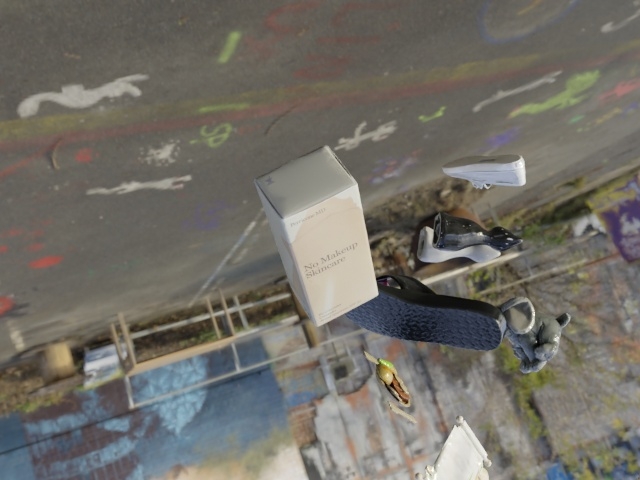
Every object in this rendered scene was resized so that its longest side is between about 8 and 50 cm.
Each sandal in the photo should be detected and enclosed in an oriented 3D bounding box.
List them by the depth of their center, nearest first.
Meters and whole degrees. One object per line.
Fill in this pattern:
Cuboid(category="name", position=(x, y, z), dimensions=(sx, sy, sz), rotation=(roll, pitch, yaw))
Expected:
Cuboid(category="sandal", position=(0.234, 0.164, 1.658), dimensions=(0.446, 0.167, 0.107), rotation=(12, -139, 24))

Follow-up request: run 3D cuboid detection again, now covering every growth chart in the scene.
Cuboid(category="growth chart", position=(0.291, 0.492, 1.438), dimensions=(0.021, 0.171, 0.237), rotation=(-19, -168, 41))

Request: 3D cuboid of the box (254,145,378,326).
Cuboid(category="box", position=(0.000, 0.000, 1.214), dimensions=(0.148, 0.121, 0.311), rotation=(-27, 140, -9))

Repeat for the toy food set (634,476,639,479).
Cuboid(category="toy food set", position=(0.726, 0.535, 1.243), dimensions=(0.220, 0.092, 0.306), rotation=(24, 170, 7))

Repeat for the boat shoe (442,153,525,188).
Cuboid(category="boat shoe", position=(0.322, -0.132, 1.334), dimensions=(0.184, 0.063, 0.066), rotation=(1, -153, 45))

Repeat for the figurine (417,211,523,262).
Cuboid(category="figurine", position=(0.371, 0.009, 1.712), dimensions=(0.210, 0.092, 0.215), rotation=(8, 165, -6))

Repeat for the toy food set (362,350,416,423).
Cuboid(category="toy food set", position=(0.181, 0.349, 1.652), dimensions=(0.038, 0.192, 0.132), rotation=(-42, 129, 13))

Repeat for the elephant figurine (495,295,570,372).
Cuboid(category="elephant figurine", position=(0.503, 0.222, 1.785), dimensions=(0.169, 0.239, 0.186), rotation=(-52, 179, 35))
